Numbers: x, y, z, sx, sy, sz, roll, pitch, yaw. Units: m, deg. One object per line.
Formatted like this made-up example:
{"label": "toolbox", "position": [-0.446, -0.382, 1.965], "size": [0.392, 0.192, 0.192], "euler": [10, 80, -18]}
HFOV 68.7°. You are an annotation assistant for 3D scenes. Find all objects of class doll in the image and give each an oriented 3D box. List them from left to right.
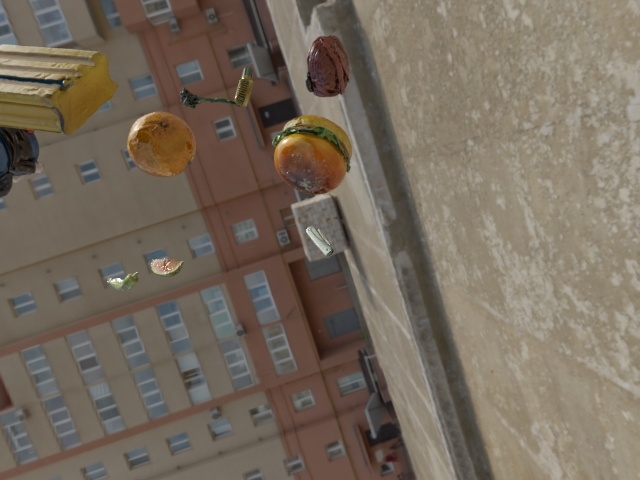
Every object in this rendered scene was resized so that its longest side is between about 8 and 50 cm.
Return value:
{"label": "doll", "position": [-0.971, -0.245, 1.318], "size": [0.284, 0.240, 0.310], "euler": [50, -147, -6]}

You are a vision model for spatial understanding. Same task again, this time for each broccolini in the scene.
{"label": "broccolini", "position": [-0.420, -0.533, 1.793], "size": [0.071, 0.254, 0.058], "euler": [76, -154, -68]}

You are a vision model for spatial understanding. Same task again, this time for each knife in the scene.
{"label": "knife", "position": [0.000, 0.000, 1.558], "size": [0.162, 0.044, 0.023], "euler": [50, 178, 47]}

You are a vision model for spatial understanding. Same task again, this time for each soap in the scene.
{"label": "soap", "position": [-0.625, -0.329, 1.007], "size": [0.096, 0.324, 0.204], "euler": [84, -158, -46]}

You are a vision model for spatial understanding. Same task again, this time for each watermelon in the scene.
{"label": "watermelon", "position": [-0.725, 0.142, 2.217], "size": [0.069, 0.163, 0.087], "euler": [73, -157, -52]}

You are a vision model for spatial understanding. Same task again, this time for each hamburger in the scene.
{"label": "hamburger", "position": [-0.030, -0.236, 1.367], "size": [0.246, 0.245, 0.170], "euler": [77, -153, -60]}

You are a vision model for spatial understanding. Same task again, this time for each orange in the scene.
{"label": "orange", "position": [-0.422, -0.257, 1.253], "size": [0.155, 0.177, 0.178], "euler": [177, 75, -75]}

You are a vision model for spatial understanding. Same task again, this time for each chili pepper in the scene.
{"label": "chili pepper", "position": [-0.621, 0.136, 1.462], "size": [0.043, 0.208, 0.049], "euler": [-45, -66, -43]}

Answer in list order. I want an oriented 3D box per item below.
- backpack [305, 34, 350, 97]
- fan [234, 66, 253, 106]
{"label": "backpack", "position": [0.032, -0.668, 1.783], "size": [0.138, 0.229, 0.229], "euler": [17, 139, 33]}
{"label": "fan", "position": [-0.232, -0.477, 1.435], "size": [0.082, 0.039, 0.155], "euler": [123, 155, -49]}
